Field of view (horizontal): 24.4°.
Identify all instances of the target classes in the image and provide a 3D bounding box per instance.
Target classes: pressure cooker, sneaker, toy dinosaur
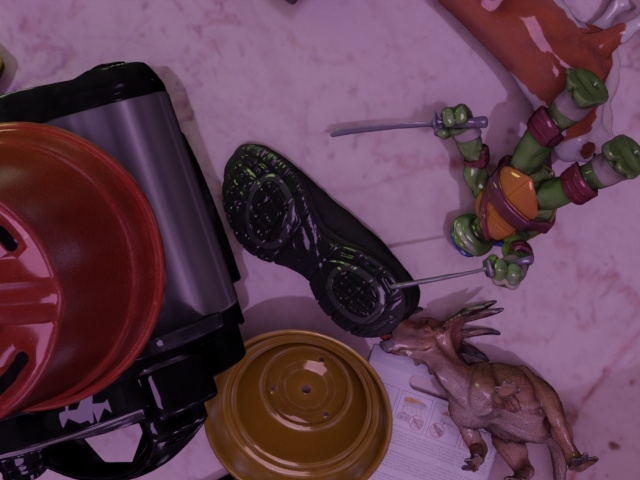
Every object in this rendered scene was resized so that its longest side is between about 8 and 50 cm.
[{"bbox_3d":[-0.281,0.056,1.568,0.375,0.370,0.420,-18,93,3],"label":"pressure cooker"},{"bbox_3d":[0.000,0.000,1.707,0.286,0.130,0.109,48,110,15],"label":"sneaker"},{"bbox_3d":[0.214,0.178,1.725,0.295,0.200,0.127,37,114,-27],"label":"toy dinosaur"}]

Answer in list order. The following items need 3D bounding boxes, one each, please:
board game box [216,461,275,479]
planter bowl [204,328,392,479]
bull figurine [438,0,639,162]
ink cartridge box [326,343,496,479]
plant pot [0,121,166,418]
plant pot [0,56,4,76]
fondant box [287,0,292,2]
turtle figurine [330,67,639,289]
[{"bbox_3d":[-0.106,0.358,1.767,0.170,0.048,0.141,-27,99,0],"label":"board game box"},{"bbox_3d":[-0.021,0.187,1.712,0.217,0.090,0.217,2,109,7],"label":"planter bowl"},{"bbox_3d":[0.268,-0.236,1.693,0.188,0.101,0.310,-45,98,-1],"label":"bull figurine"},{"bbox_3d":[0.109,0.267,1.776,0.189,0.066,0.232,20,74,-4],"label":"ink cartridge box"},{"bbox_3d":[-0.287,0.040,1.249,0.272,0.265,0.272,0,96,4],"label":"plant pot"},{"bbox_3d":[-0.404,-0.191,1.682,0.083,0.081,0.081,-42,96,-8],"label":"plant pot"},{"bbox_3d":[0.014,-0.369,1.551,0.096,0.330,0.238,39,94,-6],"label":"fondant box"},{"bbox_3d":[0.195,-0.060,1.608,0.274,0.198,0.266,27,132,-28],"label":"turtle figurine"}]
